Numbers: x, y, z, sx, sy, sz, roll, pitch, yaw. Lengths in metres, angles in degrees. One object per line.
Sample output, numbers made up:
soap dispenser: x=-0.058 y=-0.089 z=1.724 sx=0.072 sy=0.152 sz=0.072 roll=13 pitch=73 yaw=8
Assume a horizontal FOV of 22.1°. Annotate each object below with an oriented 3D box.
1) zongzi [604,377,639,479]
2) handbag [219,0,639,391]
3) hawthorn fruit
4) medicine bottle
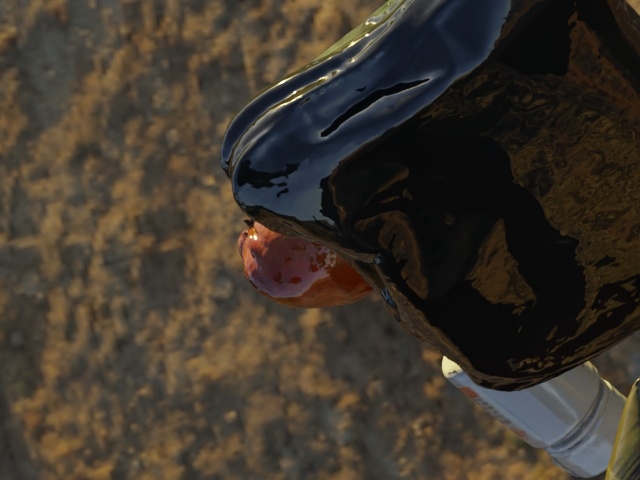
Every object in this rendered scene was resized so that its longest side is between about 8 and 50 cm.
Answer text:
zongzi: x=0.332 y=0.335 z=1.762 sx=0.138 sy=0.286 sz=0.300 roll=4 pitch=129 yaw=38
handbag: x=0.095 y=-0.031 z=0.795 sx=0.192 sy=0.332 sz=0.075 roll=-35 pitch=53 yaw=13
hawthorn fruit: x=0.000 y=0.000 z=1.404 sx=0.133 sy=0.138 sz=0.132 roll=-168 pitch=90 yaw=-74
medicine bottle: x=0.296 y=0.199 z=2.197 sx=0.252 sy=0.144 sz=0.144 roll=38 pitch=139 yaw=-11
